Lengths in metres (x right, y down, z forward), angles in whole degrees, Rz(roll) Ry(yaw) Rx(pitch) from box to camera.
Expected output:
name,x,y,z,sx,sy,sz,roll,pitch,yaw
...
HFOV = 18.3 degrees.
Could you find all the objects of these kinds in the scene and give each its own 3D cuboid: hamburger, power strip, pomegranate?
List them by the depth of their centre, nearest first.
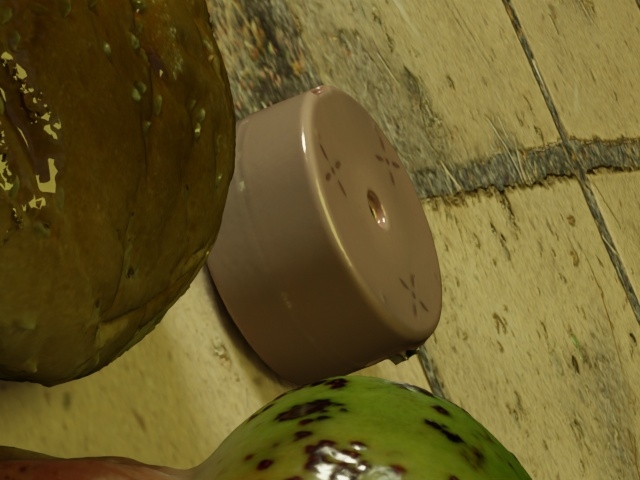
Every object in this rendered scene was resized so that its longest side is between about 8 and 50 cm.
name,x,y,z,sx,sy,sz,roll,pitch,yaw
pomegranate,-0.025,0.142,0.760,0.248,0.214,0.214,27,32,-5
hamburger,-0.125,-0.078,0.798,0.265,0.134,0.285,61,25,-5
power strip,0.000,0.000,1.060,0.154,0.078,0.154,51,26,-37
